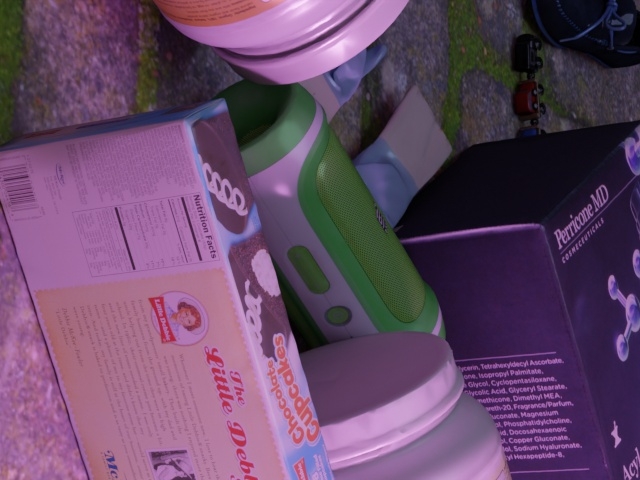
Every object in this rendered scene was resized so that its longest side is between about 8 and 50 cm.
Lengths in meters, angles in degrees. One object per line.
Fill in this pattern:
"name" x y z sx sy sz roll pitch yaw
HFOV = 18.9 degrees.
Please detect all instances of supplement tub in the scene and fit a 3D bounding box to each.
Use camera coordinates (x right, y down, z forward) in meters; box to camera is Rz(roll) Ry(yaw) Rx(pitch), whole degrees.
"supplement tub" 0.056 0.262 1.599 0.235 0.235 0.325 -37 114 -53
"supplement tub" -0.075 -0.296 1.516 0.316 0.228 0.228 51 44 -39

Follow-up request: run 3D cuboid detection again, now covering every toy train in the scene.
"toy train" 0.233 -0.154 2.148 0.036 0.027 0.158 10 75 -52

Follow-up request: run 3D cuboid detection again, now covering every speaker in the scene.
"speaker" 0.000 0.000 1.668 0.296 0.131 0.131 57 40 -33

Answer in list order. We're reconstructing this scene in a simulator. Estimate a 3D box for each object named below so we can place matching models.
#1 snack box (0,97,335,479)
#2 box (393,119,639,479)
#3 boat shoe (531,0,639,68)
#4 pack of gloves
"snack box" -0.114 0.067 1.420 0.060 0.187 0.322 -34 112 -54
"box" 0.234 0.119 1.925 0.293 0.212 0.395 -40 116 -53
"boat shoe" 0.334 -0.272 2.268 0.258 0.089 0.109 6 79 -56
"pack of gloves" 0.025 -0.109 1.822 0.195 0.046 0.232 59 35 -14
